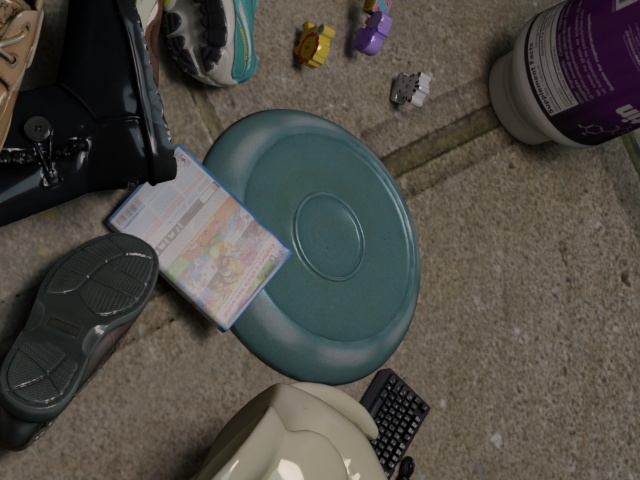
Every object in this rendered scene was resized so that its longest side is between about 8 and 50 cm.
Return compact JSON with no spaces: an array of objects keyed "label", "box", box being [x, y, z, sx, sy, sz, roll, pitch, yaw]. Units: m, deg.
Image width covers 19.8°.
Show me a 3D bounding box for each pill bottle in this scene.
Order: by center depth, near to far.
[{"label":"pill bottle","box":[0.360,-0.222,2.217,0.181,0.323,0.181,16,65,-36]}]

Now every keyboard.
[{"label":"keyboard","box":[0.069,0.234,2.001,0.108,0.023,0.180,49,50,-17]}]

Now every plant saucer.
[{"label":"plant saucer","box":[0.000,0.000,2.014,0.318,0.044,0.317,17,64,-37]}]

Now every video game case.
[{"label":"video game case","box":[-0.123,-0.003,1.888,0.166,0.015,0.119,44,63,-7]}]

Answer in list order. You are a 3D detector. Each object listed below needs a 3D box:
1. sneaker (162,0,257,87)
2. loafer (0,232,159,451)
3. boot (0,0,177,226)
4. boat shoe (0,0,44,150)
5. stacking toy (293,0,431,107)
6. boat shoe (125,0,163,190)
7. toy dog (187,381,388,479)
[{"label":"sneaker","box":[-0.124,-0.298,1.997,0.110,0.107,0.275,11,71,-59]},{"label":"loafer","box":[-0.241,0.093,1.754,0.096,0.084,0.267,28,41,3]},{"label":"boot","box":[-0.265,-0.145,1.754,0.207,0.094,0.246,-13,80,-16]},{"label":"boat shoe","box":[-0.315,-0.192,1.652,0.122,0.110,0.341,18,60,-18]},{"label":"stacking toy","box":[0.075,-0.278,2.128,0.167,0.052,0.221,22,83,-34]},{"label":"boat shoe","box":[-0.217,-0.176,1.871,0.095,0.095,0.257,7,70,-15]},{"label":"toy dog","box":[0.012,0.361,1.725,0.408,0.284,0.395,48,28,-3]}]
